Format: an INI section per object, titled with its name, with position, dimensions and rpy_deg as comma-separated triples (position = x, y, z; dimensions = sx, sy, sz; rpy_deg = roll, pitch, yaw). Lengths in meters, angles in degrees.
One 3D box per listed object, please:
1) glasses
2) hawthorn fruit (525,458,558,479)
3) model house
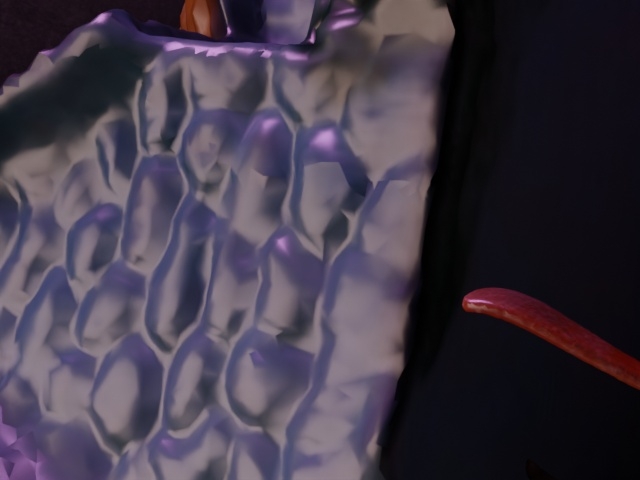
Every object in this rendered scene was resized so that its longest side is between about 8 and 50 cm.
[glasses]
position = 0.162, -0.039, 0.481
dimensions = 0.118, 0.268, 0.234
rpy_deg = -57, -34, -69
[hawthorn fruit]
position = 0.169, 0.120, 0.685
dimensions = 0.162, 0.204, 0.162
rpy_deg = 179, 90, -86
[model house]
position = 0.000, 0.000, 0.824
dimensions = 0.360, 0.339, 0.297
rpy_deg = 8, -94, -55
